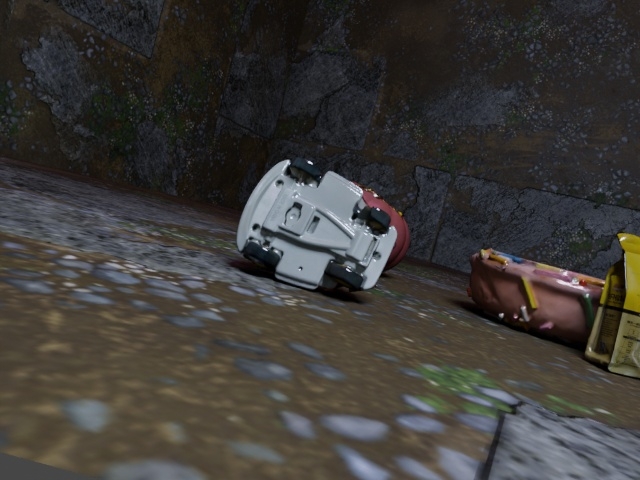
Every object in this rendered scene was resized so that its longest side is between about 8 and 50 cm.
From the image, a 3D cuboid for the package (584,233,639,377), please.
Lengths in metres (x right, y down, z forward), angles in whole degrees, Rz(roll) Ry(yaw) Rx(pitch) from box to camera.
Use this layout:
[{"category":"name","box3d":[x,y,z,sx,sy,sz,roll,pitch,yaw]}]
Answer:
[{"category":"package","box3d":[0.298,0.061,0.442,0.071,0.131,0.047,18,-3,6]}]

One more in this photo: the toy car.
[{"category":"toy car","box3d":[0.000,0.000,0.478,0.139,0.112,0.112,25,-12,10]}]

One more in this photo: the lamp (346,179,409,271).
[{"category":"lamp","box3d":[0.057,-0.017,0.802,0.182,0.140,0.182,33,4,-3]}]

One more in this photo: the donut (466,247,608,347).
[{"category":"donut","box3d":[0.288,0.074,0.597,0.232,0.085,0.199,17,3,42]}]
